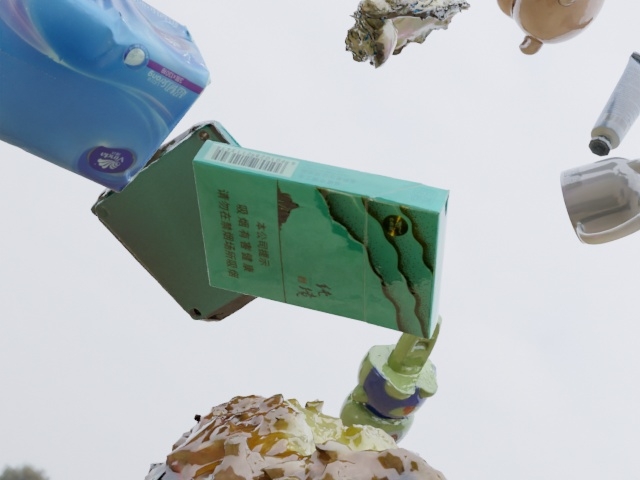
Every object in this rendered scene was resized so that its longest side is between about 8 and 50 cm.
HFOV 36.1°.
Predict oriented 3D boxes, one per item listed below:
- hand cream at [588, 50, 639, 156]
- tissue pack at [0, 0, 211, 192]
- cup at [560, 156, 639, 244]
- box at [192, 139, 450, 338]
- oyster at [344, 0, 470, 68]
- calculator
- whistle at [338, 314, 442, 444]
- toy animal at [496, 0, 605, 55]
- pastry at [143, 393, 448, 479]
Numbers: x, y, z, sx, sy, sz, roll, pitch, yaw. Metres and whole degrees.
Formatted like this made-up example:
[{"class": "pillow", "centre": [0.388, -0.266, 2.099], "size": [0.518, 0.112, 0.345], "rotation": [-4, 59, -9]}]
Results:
[{"class": "hand cream", "centre": [0.560, -0.248, 1.791], "size": [0.088, 0.256, 0.055], "rotation": [35, -29, 6]}, {"class": "tissue pack", "centre": [-0.289, -0.199, 1.099], "size": [0.263, 0.198, 0.146], "rotation": [26, 24, -42]}, {"class": "cup", "centre": [0.494, -0.073, 1.673], "size": [0.142, 0.173, 0.134], "rotation": [-17, -90, 25]}, {"class": "box", "centre": [0.000, 0.000, 0.897], "size": [0.226, 0.042, 0.161], "rotation": [13, -44, 15]}, {"class": "oyster", "centre": [0.123, -0.333, 1.518], "size": [0.198, 0.259, 0.092], "rotation": [-28, -88, 30]}, {"class": "calculator", "centre": [-0.155, -0.025, 1.343], "size": [0.274, 0.058, 0.248], "rotation": [-33, -74, 36]}, {"class": "whistle", "centre": [0.088, 0.174, 1.170], "size": [0.085, 0.105, 0.227], "rotation": [60, -44, 41]}, {"class": "toy animal", "centre": [0.433, -0.468, 1.745], "size": [0.210, 0.221, 0.229], "rotation": [109, -38, -64]}, {"class": "pastry", "centre": [-0.029, 0.280, 0.675], "size": [0.292, 0.337, 0.405], "rotation": [33, -10, -20]}]
